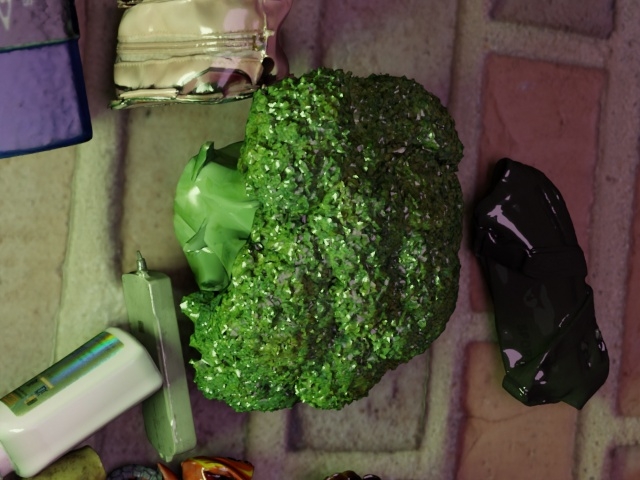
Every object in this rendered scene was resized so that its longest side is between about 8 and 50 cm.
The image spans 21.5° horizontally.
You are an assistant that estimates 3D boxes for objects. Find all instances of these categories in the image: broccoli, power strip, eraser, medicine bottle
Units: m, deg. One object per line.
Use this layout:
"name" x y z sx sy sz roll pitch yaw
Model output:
"broccoli" 0.005 -0.005 1.720 0.321 0.310 0.413 -13 136 -18
"power strip" -0.169 0.120 1.762 0.029 0.080 0.227 -13 101 -27
"eraser" -0.324 -0.246 1.635 0.155 0.101 0.332 -12 100 -24
"medicine bottle" -0.271 0.174 1.698 0.219 0.115 0.078 -34 110 -19

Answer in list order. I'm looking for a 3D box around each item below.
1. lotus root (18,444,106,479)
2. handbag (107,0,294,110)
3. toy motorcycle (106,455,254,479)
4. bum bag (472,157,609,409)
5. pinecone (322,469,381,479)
"lotus root" -0.312 0.315 1.703 0.097 0.110 0.258 34 70 16
"handbag" -0.115 -0.195 1.695 0.179 0.205 0.116 -13 101 -51
"toy motorcycle" -0.098 0.335 1.779 0.171 0.089 0.298 -40 86 -20
"bum bag" 0.253 0.059 1.963 0.142 0.079 0.326 -24 105 -26
"pinecone" 0.035 0.327 1.861 0.140 0.121 0.140 -6 113 -14
